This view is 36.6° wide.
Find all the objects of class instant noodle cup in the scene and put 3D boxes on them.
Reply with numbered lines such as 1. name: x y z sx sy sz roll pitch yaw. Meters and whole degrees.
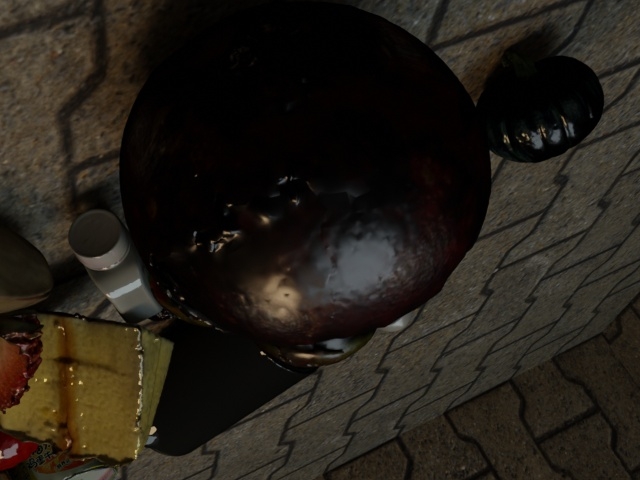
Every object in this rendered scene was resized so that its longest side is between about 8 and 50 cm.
1. instant noodle cup: -0.437 0.356 1.623 0.205 0.153 0.205 -27 158 -12

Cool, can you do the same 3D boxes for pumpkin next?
1. pumpkin: 0.320 -0.192 1.413 0.194 0.194 0.150 -27 139 -10

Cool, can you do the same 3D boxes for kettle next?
1. kettle: -0.173 0.190 1.625 0.308 0.262 0.203 -39 121 25

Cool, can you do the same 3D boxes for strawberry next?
1. strawberry: -0.422 0.121 1.209 0.208 0.167 0.087 -49 -168 46

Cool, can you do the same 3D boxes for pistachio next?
1. pistachio: -0.372 0.034 1.084 0.108 0.126 0.185 -67 160 5

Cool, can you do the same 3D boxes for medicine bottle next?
1. medicine bottle: -0.256 0.028 1.211 0.069 0.119 0.183 -25 156 -5

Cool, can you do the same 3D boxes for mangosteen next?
1. mangosteen: -0.028 -0.058 1.032 0.381 0.381 0.421 -23 169 -20

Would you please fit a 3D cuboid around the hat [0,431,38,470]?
1. hat: -0.541 0.310 1.363 0.274 0.242 0.332 -5 -155 41

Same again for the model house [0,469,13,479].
1. model house: -0.567 0.460 1.507 0.206 0.271 0.178 -28 169 -30

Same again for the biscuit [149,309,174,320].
1. biscuit: -0.232 0.096 1.503 0.087 0.027 0.089 -35 157 10

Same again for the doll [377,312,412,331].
1. doll: 0.120 0.111 1.881 0.138 0.119 0.293 -39 163 -2

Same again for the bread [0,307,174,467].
1. bread: -0.329 0.191 1.259 0.240 0.178 0.135 6 164 16
